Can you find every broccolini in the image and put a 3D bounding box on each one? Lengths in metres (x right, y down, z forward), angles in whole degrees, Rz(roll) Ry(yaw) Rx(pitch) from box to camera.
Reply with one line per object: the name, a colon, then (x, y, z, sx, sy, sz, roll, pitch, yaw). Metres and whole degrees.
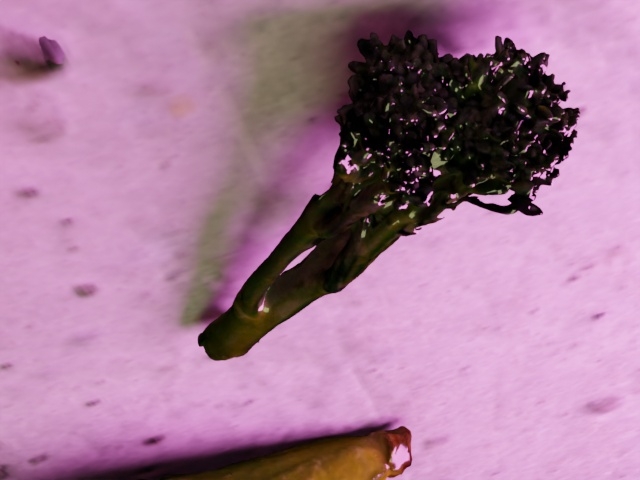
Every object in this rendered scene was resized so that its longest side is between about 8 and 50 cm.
broccolini: (0.002, -0.011, 0.511, 0.074, 0.058, 0.201, 20, 152, -25)

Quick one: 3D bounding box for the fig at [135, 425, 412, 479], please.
fig: (-0.053, 0.170, 0.690, 0.203, 0.235, 0.203, 27, 161, 10)
